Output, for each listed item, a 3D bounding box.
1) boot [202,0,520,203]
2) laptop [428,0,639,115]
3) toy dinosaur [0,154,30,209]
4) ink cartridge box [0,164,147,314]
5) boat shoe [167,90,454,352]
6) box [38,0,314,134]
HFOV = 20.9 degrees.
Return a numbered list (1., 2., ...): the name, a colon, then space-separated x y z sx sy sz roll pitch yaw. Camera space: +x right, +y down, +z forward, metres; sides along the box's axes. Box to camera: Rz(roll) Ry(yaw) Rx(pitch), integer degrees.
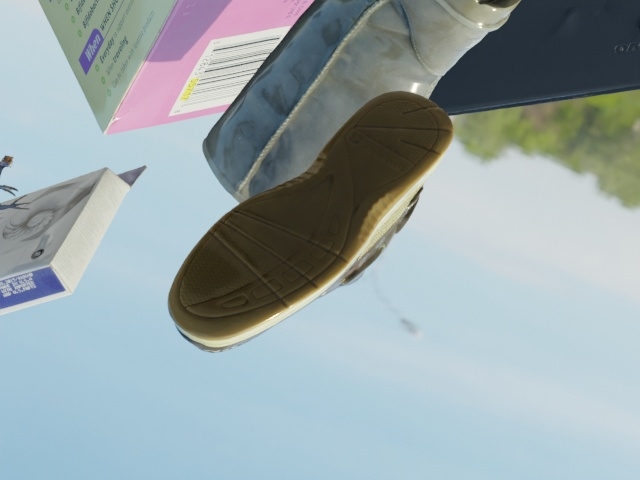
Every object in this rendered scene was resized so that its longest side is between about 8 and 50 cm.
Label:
1. boot: -0.005 -0.117 0.949 0.076 0.208 0.190 -26 -106 -43
2. laptop: 0.213 -0.375 1.773 0.381 0.408 0.236 -6 153 27
3. toy dinosaur: -0.310 -0.043 1.607 0.090 0.047 0.082 4 -121 -19
4. ink cartridge box: -0.302 -0.002 1.705 0.045 0.223 0.224 60 -151 -25
5. boat shoe: 0.000 0.000 0.710 0.056 0.152 0.049 38 151 25
6. box: -0.101 -0.229 1.081 0.117 0.213 0.243 -15 -113 -33
